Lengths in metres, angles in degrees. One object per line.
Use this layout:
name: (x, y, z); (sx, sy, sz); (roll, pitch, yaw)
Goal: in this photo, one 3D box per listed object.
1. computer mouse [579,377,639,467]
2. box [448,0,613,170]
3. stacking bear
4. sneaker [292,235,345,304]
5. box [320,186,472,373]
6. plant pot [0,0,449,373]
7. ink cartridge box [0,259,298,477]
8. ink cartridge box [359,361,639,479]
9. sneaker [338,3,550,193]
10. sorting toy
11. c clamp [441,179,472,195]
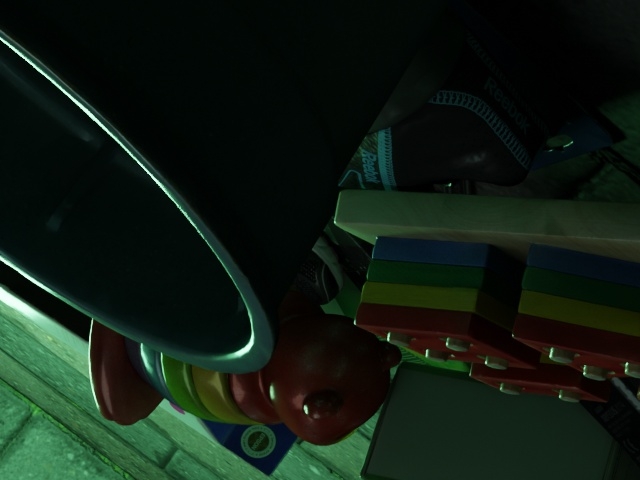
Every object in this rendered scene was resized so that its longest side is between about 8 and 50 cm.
computer mouse: (0.268, 0.123, 1.467); (0.272, 0.072, 0.188); (49, 164, 3)
box: (0.082, -0.118, 1.261); (0.225, 0.036, 0.136); (40, 161, -12)
stacking bear: (-0.058, 0.101, 1.664); (0.289, 0.175, 0.164); (15, 125, 44)
sneaker: (-0.062, 0.001, 1.560); (0.178, 0.077, 0.072); (42, 161, -18)
box: (0.000, 0.000, 1.653); (0.322, 0.058, 0.232); (45, 159, -28)
plant pot: (-0.070, -0.169, 0.942); (0.341, 0.334, 0.341); (32, 161, 12)
ink cartridge box: (-0.154, 0.067, 1.903); (0.371, 0.175, 0.069); (33, 160, 12)
ink cartridge box: (0.183, 0.235, 1.682); (0.211, 0.121, 0.289); (9, 155, 22)
sneaker: (0.020, -0.068, 1.241); (0.140, 0.125, 0.341); (38, 164, -17)
sorting toy: (0.175, 0.051, 1.206); (0.255, 0.089, 0.257); (4, 166, 38)
c clamp: (0.060, -0.072, 1.439); (0.137, 0.022, 0.160); (22, 156, 24)
